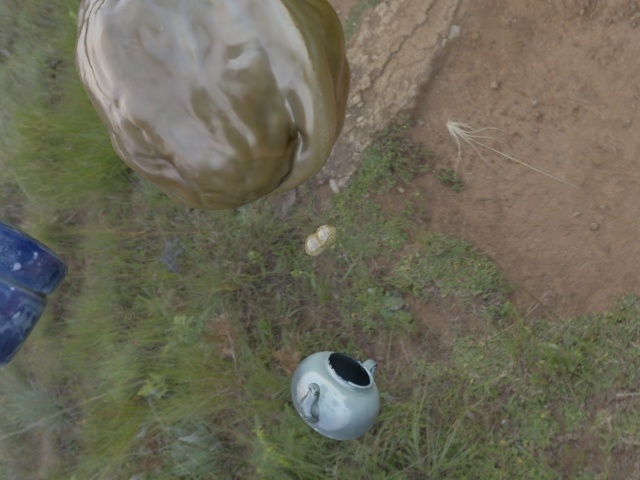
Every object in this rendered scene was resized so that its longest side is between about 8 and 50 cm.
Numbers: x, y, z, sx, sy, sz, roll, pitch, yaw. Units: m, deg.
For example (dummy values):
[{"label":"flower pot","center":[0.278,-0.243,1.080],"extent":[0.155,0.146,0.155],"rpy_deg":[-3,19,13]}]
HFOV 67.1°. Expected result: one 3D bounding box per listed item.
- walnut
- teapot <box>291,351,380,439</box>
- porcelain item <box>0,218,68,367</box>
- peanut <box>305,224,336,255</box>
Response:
[{"label":"walnut","center":[-0.099,-0.174,0.544],"extent":[0.285,0.296,0.286],"rpy_deg":[23,134,27]},{"label":"teapot","center":[0.036,0.309,0.995],"extent":[0.193,0.294,0.130],"rpy_deg":[38,109,27]},{"label":"porcelain item","center":[-0.309,0.030,0.415],"extent":[0.147,0.147,0.114],"rpy_deg":[12,66,36]},{"label":"peanut","center":[0.000,0.000,1.049],"extent":[0.113,0.053,0.054],"rpy_deg":[-43,68,52]}]
